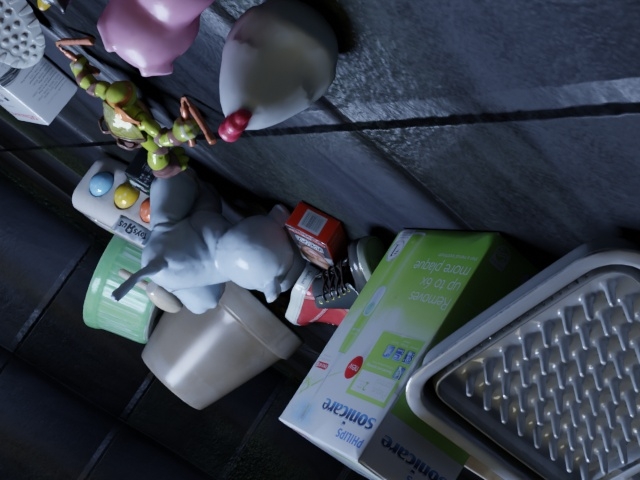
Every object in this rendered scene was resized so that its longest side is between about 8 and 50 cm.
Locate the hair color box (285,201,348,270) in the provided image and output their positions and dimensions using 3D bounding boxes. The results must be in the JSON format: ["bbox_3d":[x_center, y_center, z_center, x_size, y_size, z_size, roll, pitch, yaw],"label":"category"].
[{"bbox_3d":[0.000,0.000,1.320,0.072,0.043,0.141,28,167,19],"label":"hair color box"}]

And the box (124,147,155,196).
[{"bbox_3d":[-0.297,-0.118,1.554,0.052,0.062,0.083,31,166,4],"label":"box"}]

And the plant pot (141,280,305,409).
[{"bbox_3d":[-0.243,0.222,2.047,0.323,0.280,0.323,42,177,3],"label":"plant pot"}]

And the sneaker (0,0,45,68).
[{"bbox_3d":[-0.464,-0.326,1.189,0.235,0.090,0.095,46,175,-31],"label":"sneaker"}]

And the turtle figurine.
[{"bbox_3d":[-0.245,-0.158,1.231,0.269,0.087,0.217,30,167,14],"label":"turtle figurine"}]

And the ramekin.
[{"bbox_3d":[-0.410,0.091,2.088,0.148,0.303,0.303,24,166,4],"label":"ramekin"}]

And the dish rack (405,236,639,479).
[{"bbox_3d":[0.280,0.146,0.867,0.333,0.072,0.285,37,124,-19],"label":"dish rack"}]

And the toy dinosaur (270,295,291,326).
[{"bbox_3d":[-0.093,0.142,2.014,0.112,0.064,0.211,24,164,40],"label":"toy dinosaur"}]

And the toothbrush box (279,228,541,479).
[{"bbox_3d":[0.110,0.133,1.015,0.122,0.283,0.206,38,167,-21],"label":"toothbrush box"}]

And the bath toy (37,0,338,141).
[{"bbox_3d":[-0.150,-0.206,0.747,0.348,0.129,0.151,34,167,-9],"label":"bath toy"}]

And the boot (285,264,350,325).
[{"bbox_3d":[0.030,0.143,1.686,0.176,0.088,0.244,30,163,5],"label":"boot"}]

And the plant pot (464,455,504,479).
[{"bbox_3d":[0.273,0.214,1.124,0.284,0.191,0.284,32,168,8],"label":"plant pot"}]

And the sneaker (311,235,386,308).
[{"bbox_3d":[0.037,0.058,1.258,0.118,0.083,0.222,-3,158,11],"label":"sneaker"}]

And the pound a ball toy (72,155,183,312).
[{"bbox_3d":[-0.351,-0.024,1.705,0.319,0.208,0.136,24,165,36],"label":"pound a ball toy"}]

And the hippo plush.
[{"bbox_3d":[-0.148,-0.011,1.402,0.236,0.234,0.294,-5,169,19],"label":"hippo plush"}]

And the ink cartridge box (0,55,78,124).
[{"bbox_3d":[-0.506,-0.279,1.415,0.148,0.086,0.203,16,158,51],"label":"ink cartridge box"}]
